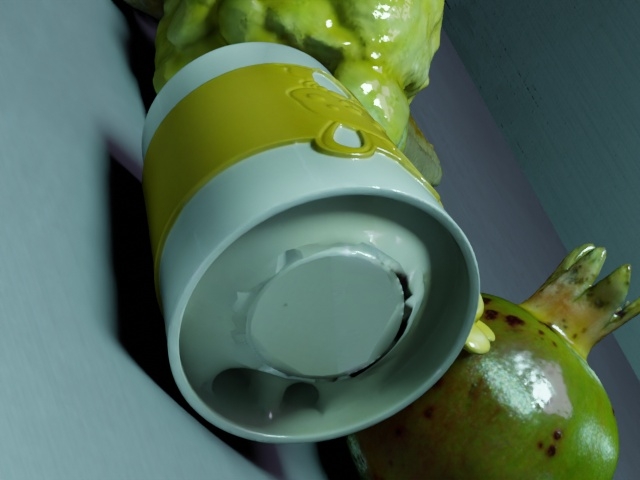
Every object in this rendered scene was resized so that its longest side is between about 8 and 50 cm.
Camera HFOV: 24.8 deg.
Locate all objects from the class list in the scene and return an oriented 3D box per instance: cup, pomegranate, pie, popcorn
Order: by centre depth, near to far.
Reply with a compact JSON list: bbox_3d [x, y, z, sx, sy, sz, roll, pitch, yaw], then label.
[{"bbox_3d":[0.000,0.000,0.917,0.241,0.185,0.226,21,26,-32],"label":"cup"},{"bbox_3d":[0.134,0.117,1.016,0.198,0.246,0.198,51,20,-27],"label":"pomegranate"},{"bbox_3d":[-0.007,-0.139,1.121,0.192,0.233,0.266,60,7,-51],"label":"popcorn"},{"bbox_3d":[0.085,-0.139,1.785,0.128,0.068,0.282,64,14,20],"label":"pie"}]

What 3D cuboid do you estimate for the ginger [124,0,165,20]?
[{"bbox_3d":[-0.122,-0.230,1.238,0.104,0.080,0.204,69,16,1],"label":"ginger"}]
